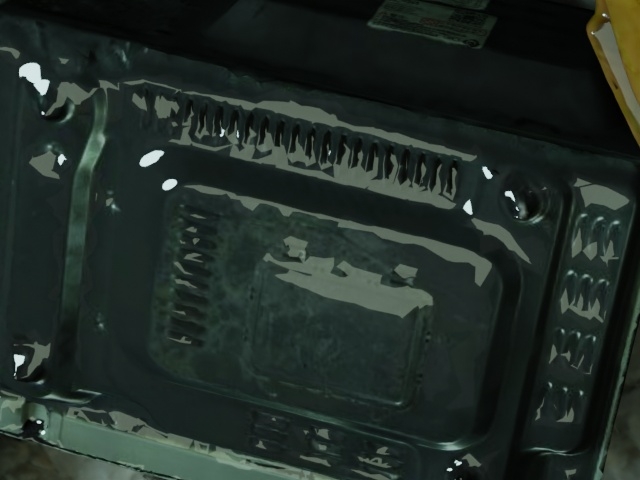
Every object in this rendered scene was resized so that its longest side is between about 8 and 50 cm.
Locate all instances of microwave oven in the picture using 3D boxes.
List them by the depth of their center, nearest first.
[{"bbox_3d":[0.000,0.000,0.859,0.295,0.181,0.237,14,117,10],"label":"microwave oven"}]

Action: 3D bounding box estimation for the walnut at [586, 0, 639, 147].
[{"bbox_3d":[0.179,-0.116,0.609,0.209,0.209,0.336,-20,111,23],"label":"walnut"}]
